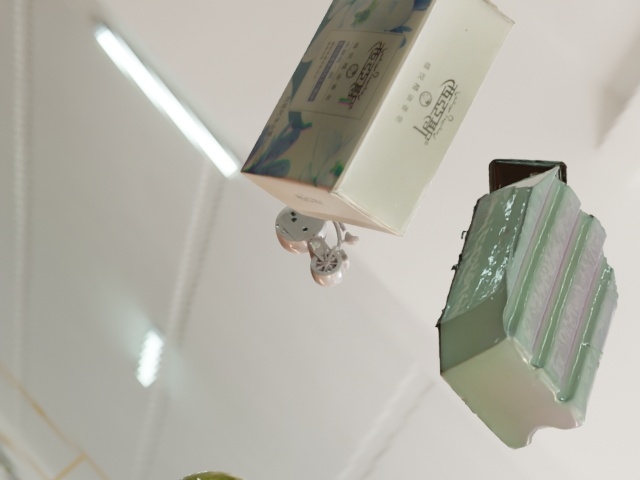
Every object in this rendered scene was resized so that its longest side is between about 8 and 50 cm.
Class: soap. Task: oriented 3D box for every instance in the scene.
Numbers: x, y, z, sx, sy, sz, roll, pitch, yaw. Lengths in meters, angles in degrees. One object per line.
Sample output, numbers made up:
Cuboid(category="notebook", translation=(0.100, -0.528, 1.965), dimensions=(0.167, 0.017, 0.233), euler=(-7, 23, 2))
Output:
Cuboid(category="soap", translation=(0.186, 0.054, 1.586), dimensions=(0.091, 0.230, 0.145), euler=(-27, -67, 36))

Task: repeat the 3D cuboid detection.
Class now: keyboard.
Cuboid(category="keyboard", translation=(0.239, 0.013, 2.007), dimensions=(0.093, 0.025, 0.230), euler=(5, -61, 17))

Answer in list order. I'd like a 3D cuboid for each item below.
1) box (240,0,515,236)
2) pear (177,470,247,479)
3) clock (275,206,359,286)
Cuboid(category="box", translation=(0.059, -0.156, 1.945), dimensions=(0.116, 0.274, 0.203), euler=(33, -10, -32))
Cuboid(category="pear", translation=(-0.109, 0.319, 1.915), dimensions=(0.104, 0.141, 0.141), euler=(7, -45, 40))
Cuboid(category="clock", translation=(0.000, 0.000, 2.214), dimensions=(0.129, 0.087, 0.041), euler=(56, -14, 37))
